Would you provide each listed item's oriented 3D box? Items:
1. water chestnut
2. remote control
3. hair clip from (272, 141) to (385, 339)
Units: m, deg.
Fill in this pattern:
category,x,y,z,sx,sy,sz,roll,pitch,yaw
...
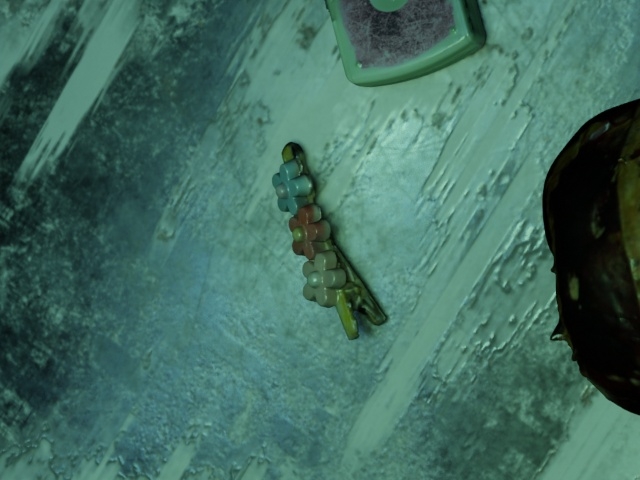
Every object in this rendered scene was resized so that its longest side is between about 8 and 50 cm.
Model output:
category,x,y,z,sx,sy,sz,roll,pitch,yaw
water chestnut,0.333,0.005,1.576,0.300,0.300,0.300,-1,87,25
remote control,0.055,-0.325,1.846,0.145,0.050,0.344,-17,81,23
hair clip,-0.005,0.002,1.859,0.062,0.056,0.214,-45,68,51
